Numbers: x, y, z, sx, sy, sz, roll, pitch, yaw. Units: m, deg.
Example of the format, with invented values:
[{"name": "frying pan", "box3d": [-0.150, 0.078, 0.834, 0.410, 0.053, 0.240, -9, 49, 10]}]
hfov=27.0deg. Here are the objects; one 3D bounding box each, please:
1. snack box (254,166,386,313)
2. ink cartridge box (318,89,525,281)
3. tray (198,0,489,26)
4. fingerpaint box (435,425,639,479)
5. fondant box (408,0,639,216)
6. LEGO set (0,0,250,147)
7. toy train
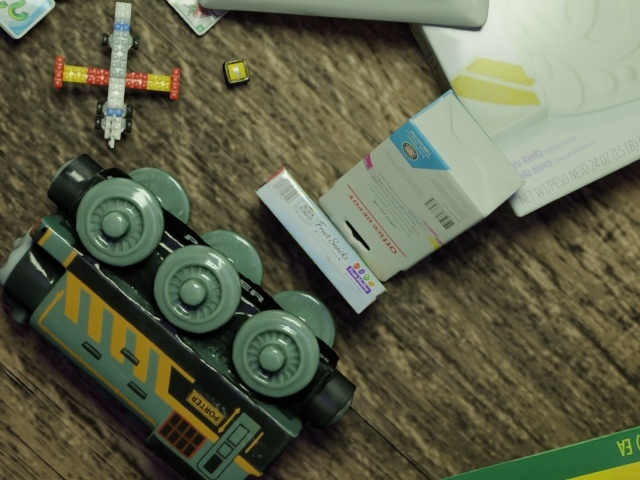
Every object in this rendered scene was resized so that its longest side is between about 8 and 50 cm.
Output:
[{"name": "snack box", "box3d": [0.000, 0.000, 1.193, 0.037, 0.100, 0.141, -39, 90, 1]}, {"name": "ink cartridge box", "box3d": [0.084, -0.043, 1.181, 0.061, 0.181, 0.104, -39, 91, -34]}, {"name": "tray", "box3d": [0.014, -0.263, 1.142, 0.270, 0.030, 0.145, 7, 104, 19]}, {"name": "fingerpaint box", "box3d": [0.284, 0.336, 1.028, 0.445, 0.163, 0.371, -19, 67, 24]}, {"name": "fondant box", "box3d": [0.204, -0.217, 1.186, 0.238, 0.096, 0.330, -27, 90, 2]}, {"name": "LEGO set", "box3d": [-0.178, -0.206, 1.200, 0.182, 0.060, 0.244, -43, 98, -5]}, {"name": "toy train", "box3d": [-0.132, 0.077, 1.186, 0.334, 0.142, 0.190, 40, 101, 0]}]
